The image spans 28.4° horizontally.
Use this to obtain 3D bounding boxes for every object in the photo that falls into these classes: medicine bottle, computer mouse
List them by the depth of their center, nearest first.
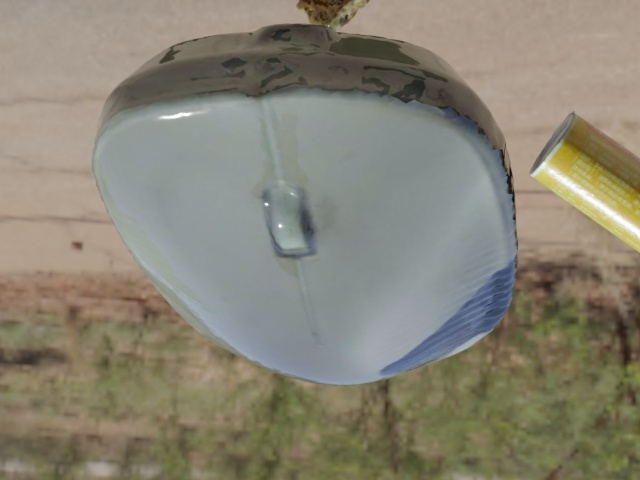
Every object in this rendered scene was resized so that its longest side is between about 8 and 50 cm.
[{"bbox_3d":[0.000,0.006,0.634,0.197,0.095,0.331,-3,158,8],"label":"computer mouse"},{"bbox_3d":[0.271,-0.014,1.002,0.218,0.074,0.074,35,166,0],"label":"medicine bottle"}]

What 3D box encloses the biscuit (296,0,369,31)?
[{"bbox_3d":[0.048,-0.282,0.988,0.026,0.237,0.131,22,-158,-45],"label":"biscuit"}]
